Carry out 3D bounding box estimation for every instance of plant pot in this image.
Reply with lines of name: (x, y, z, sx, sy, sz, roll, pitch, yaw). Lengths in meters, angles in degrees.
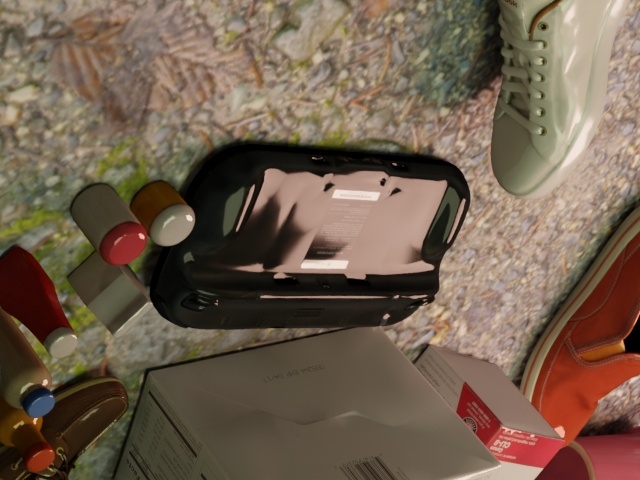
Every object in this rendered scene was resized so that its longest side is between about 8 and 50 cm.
plant pot: (0.339, 0.305, 2.047, 0.180, 0.201, 0.201, 15, 118, -31)

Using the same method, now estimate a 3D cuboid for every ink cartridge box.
ink cartridge box: (0.127, 0.219, 1.791, 0.127, 0.128, 0.176, 17, 114, -50)

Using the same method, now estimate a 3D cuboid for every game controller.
game controller: (0.000, 0.000, 1.512, 0.319, 0.067, 0.166, 2, 112, -45)

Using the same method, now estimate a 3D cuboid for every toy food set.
toy food set: (-0.182, 0.058, 1.349, 0.232, 0.104, 0.111, -43, 145, 2)

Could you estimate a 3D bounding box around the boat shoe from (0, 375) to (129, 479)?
boat shoe: (-0.230, 0.183, 1.477, 0.178, 0.060, 0.064, -36, 145, -8)

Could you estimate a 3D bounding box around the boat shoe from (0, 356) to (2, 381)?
boat shoe: (-0.354, 0.254, 1.336, 0.156, 0.187, 0.500, 0, 123, -36)

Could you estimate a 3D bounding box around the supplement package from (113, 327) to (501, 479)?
supplement package: (-0.013, 0.211, 1.585, 0.261, 0.204, 0.145, -10, 135, -37)

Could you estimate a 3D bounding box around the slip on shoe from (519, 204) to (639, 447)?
slip on shoe: (0.310, 0.108, 1.870, 0.123, 0.101, 0.331, -2, 131, -44)

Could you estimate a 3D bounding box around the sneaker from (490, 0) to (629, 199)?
sneaker: (0.176, -0.169, 1.456, 0.123, 0.106, 0.290, -3, 119, -36)
